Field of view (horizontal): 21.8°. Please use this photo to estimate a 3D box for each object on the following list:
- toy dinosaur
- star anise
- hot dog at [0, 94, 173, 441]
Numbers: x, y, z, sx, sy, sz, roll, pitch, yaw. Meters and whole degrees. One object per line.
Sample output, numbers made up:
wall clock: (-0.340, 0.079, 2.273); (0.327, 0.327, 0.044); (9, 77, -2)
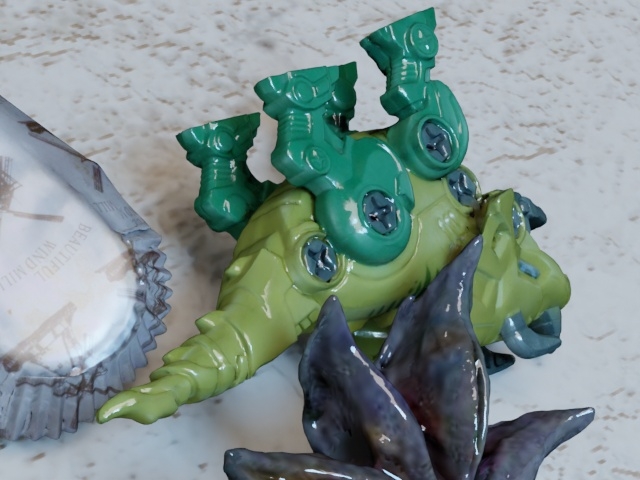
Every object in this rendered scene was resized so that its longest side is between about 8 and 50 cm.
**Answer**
toy dinosaur: (0.000, 0.000, 0.661); (0.259, 0.094, 0.153); (-16, 80, -43)
star anise: (0.024, 0.106, 0.593); (0.180, 0.061, 0.205); (-10, 95, -43)
hot dog: (-0.142, -0.009, 0.646); (0.191, 0.059, 0.108); (43, 65, 7)
